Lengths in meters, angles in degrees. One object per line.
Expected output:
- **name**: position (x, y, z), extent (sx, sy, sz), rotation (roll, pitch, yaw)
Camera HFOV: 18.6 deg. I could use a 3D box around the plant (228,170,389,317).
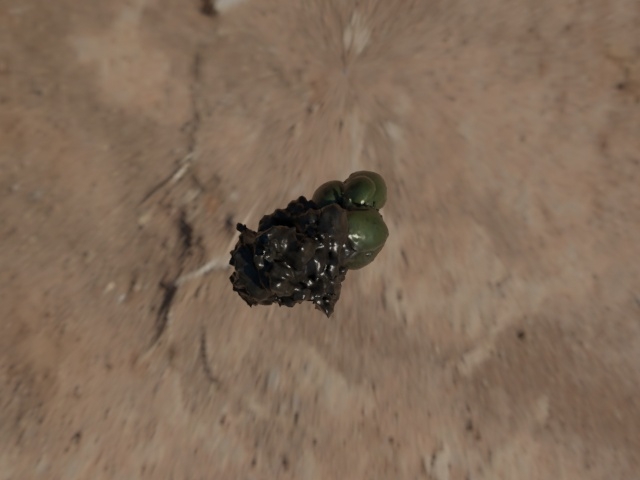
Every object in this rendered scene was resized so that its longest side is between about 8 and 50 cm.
- **plant**: position (0.000, 0.000, 1.338), extent (0.087, 0.174, 0.085), rotation (44, 123, 7)
